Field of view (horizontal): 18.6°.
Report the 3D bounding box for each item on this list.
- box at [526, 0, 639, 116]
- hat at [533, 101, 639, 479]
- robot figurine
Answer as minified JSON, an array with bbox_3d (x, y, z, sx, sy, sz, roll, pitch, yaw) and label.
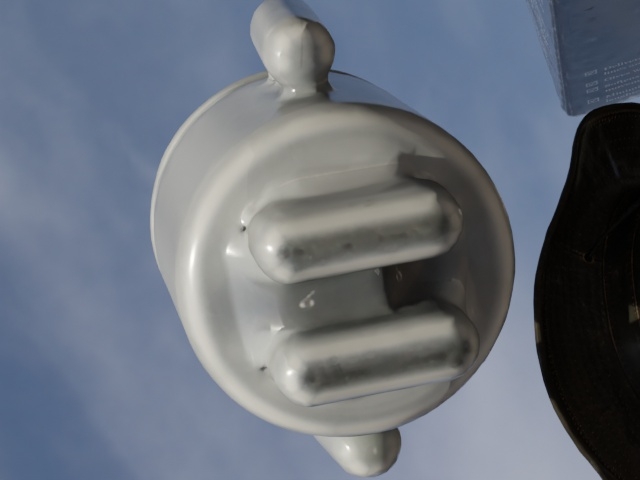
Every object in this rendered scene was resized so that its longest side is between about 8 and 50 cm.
[{"bbox_3d":[0.304,-0.293,1.630,0.395,0.294,0.212,56,-164,-74],"label":"box"},{"bbox_3d":[0.301,0.045,1.442,0.331,0.134,0.331,16,-113,-45],"label":"hat"},{"bbox_3d":[0.000,0.000,1.217,0.353,0.200,0.299,-128,33,-74],"label":"robot figurine"}]
